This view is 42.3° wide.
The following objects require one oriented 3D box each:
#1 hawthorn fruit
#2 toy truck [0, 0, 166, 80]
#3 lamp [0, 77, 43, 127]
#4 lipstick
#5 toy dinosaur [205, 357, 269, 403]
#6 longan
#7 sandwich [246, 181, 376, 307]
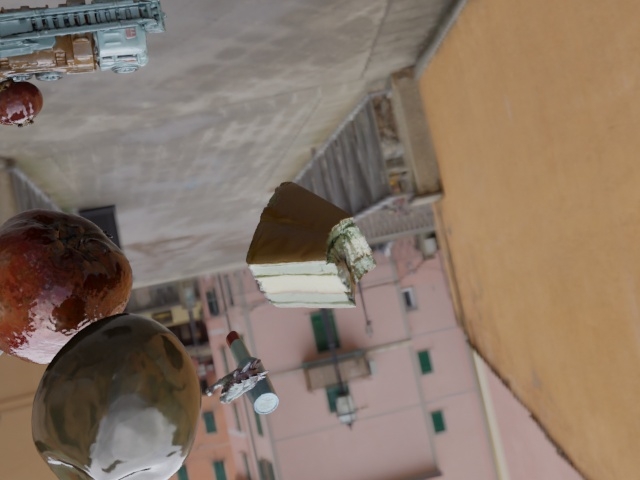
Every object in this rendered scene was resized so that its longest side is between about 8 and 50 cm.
[{"bbox_3d":[-0.536,0.112,1.567,0.369,0.284,0.285,-43,164,22],"label":"hawthorn fruit"},{"bbox_3d":[-0.454,-0.385,1.538,0.338,0.132,0.184,-8,-179,-14],"label":"toy truck"},{"bbox_3d":[-0.562,-0.252,1.525,0.101,0.090,0.101,-18,-160,7],"label":"lamp"},{"bbox_3d":[-0.167,0.296,1.915,0.061,0.068,0.274,11,-159,-29],"label":"lipstick"},{"bbox_3d":[-0.119,0.213,1.277,0.082,0.039,0.209,-33,177,3],"label":"toy dinosaur"},{"bbox_3d":[-0.333,0.282,1.370,0.289,0.288,0.350,-10,138,-25],"label":"longan"},{"bbox_3d":[0.000,0.000,1.568,0.198,0.227,0.155,-3,138,23],"label":"sandwich"}]
